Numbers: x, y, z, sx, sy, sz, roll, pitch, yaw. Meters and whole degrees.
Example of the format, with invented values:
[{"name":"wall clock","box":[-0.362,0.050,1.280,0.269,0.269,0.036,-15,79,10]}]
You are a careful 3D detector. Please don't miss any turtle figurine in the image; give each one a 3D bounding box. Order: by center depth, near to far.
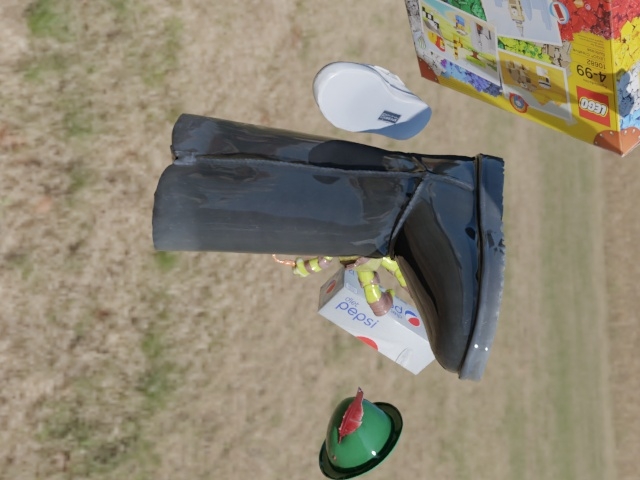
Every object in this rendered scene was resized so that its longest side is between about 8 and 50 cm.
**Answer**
[{"name":"turtle figurine","box":[0.080,0.009,1.548,0.217,0.270,0.087,49,11,-27]}]

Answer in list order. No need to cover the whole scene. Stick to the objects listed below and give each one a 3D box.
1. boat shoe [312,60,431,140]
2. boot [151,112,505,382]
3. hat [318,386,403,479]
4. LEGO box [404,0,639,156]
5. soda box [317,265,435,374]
[{"name":"boat shoe","box":[0.059,-0.205,1.409,0.084,0.095,0.258,52,18,28]},{"name":"boot","box":[0.000,-0.001,1.277,0.367,0.446,0.146,-79,178,-49]},{"name":"hat","box":[0.035,0.301,1.785,0.183,0.209,0.173,51,25,-27]},{"name":"LEGO box","box":[0.383,-0.420,1.800,0.193,0.500,0.372,-38,133,-21]},{"name":"soda box","box":[0.134,0.176,2.220,0.286,0.098,0.091,34,31,-19]}]
